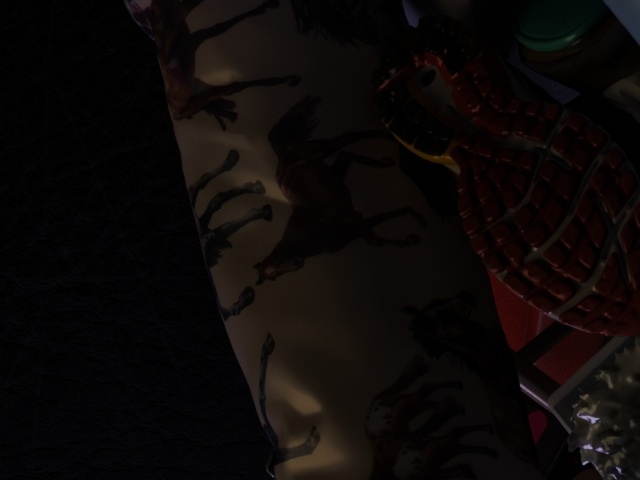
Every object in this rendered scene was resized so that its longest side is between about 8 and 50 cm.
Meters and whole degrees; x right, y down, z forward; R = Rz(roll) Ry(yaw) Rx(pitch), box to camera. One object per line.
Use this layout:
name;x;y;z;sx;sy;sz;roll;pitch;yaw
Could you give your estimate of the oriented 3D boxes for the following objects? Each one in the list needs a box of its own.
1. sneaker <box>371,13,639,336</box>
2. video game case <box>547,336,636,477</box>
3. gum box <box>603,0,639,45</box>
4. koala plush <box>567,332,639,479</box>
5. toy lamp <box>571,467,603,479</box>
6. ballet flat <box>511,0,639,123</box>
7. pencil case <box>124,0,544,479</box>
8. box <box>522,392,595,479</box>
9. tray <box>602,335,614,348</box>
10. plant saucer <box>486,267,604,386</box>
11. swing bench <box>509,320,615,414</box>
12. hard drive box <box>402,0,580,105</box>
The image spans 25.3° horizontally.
sneaker;0.117;-0.035;0.742;0.093;0.088;0.225;26;-156;-43
video game case;0.221;0.076;0.645;0.022;0.190;0.173;22;-153;-53
gum box;0.120;-0.180;0.505;0.184;0.041;0.157;55;142;19
koala plush;0.205;0.062;0.466;0.196;0.221;0.203;59;171;11
toy lamp;0.183;0.191;1.052;0.080;0.275;0.080;57;173;11
ballet flat;0.166;-0.098;0.664;0.096;0.095;0.280;48;175;-7
pencil case;0.000;0.000;0.854;0.160;0.183;0.410;-1;-111;-47
box;0.177;0.223;1.263;0.143;0.165;0.270;29;180;34
tray;0.150;-0.035;1.162;0.410;0.076;0.203;60;173;-10
plant saucer;0.105;-0.019;1.059;0.258;0.048;0.259;43;155;29
swing bench;0.253;0.148;0.850;0.254;0.165;0.253;55;175;-24
hard drive box;0.076;-0.203;0.841;0.181;0.089;0.232;53;172;39
